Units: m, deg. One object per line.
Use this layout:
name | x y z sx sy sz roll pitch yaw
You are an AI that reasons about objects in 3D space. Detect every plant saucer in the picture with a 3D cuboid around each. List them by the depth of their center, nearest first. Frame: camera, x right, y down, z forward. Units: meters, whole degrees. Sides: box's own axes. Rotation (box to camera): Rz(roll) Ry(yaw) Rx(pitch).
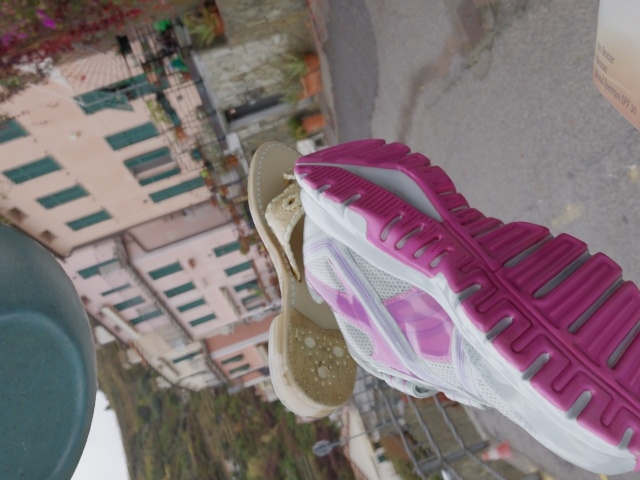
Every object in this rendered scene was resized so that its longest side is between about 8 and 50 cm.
plant saucer | -0.169 0.086 0.354 0.195 0.037 0.195 2 -90 -67

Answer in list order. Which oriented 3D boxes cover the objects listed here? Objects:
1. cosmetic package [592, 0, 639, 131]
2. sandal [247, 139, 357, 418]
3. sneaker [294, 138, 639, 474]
cosmetic package | 0.260 -0.222 0.423 0.153 0.129 0.296 -83 -11 -62
sandal | 0.005 0.002 0.510 0.079 0.088 0.240 -43 42 41
sneaker | 0.078 0.041 0.400 0.252 0.103 0.111 43 140 39
